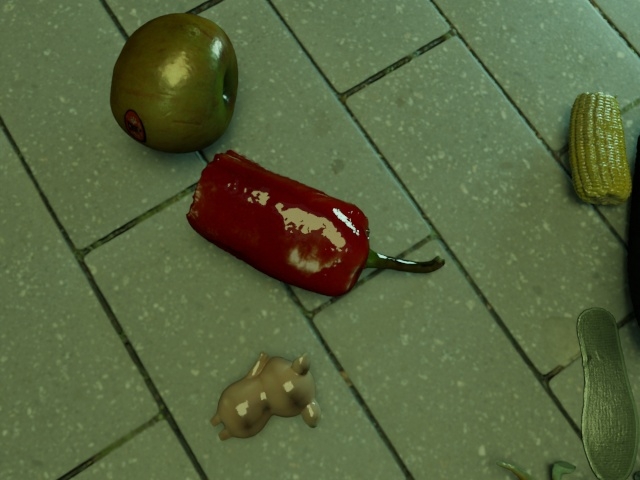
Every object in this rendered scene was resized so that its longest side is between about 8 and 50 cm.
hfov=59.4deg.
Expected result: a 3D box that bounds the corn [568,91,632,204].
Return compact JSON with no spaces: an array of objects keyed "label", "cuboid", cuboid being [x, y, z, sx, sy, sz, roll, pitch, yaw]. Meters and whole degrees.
[{"label":"corn","cuboid":[0.404,-0.134,0.814,0.085,0.063,0.165,3,74,8]}]

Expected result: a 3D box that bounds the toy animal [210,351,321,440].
[{"label":"toy animal","cuboid":[-0.067,0.201,0.706,0.150,0.083,0.089,-28,36,1]}]

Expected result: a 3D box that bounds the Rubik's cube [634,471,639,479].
[{"label":"Rubik's cube","cuboid":[0.556,0.363,0.598,0.258,0.253,0.256,-11,76,-6]}]

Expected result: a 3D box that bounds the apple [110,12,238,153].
[{"label":"apple","cuboid":[-0.197,-0.208,0.757,0.155,0.182,0.183,8,76,8]}]

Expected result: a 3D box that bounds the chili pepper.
[{"label":"chili pepper","cuboid":[-0.002,0.004,0.733,0.338,0.131,0.135,26,86,3]}]

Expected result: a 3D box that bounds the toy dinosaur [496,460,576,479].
[{"label":"toy dinosaur","cuboid":[0.313,0.359,0.703,0.212,0.057,0.142,13,95,13]}]

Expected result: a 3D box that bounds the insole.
[{"label":"insole","cuboid":[0.388,0.206,0.759,0.080,0.003,0.232,1,76,-2]}]

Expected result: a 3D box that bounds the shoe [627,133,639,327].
[{"label":"shoe","cuboid":[0.554,-0.014,0.734,0.237,0.171,0.384,12,68,5]}]
